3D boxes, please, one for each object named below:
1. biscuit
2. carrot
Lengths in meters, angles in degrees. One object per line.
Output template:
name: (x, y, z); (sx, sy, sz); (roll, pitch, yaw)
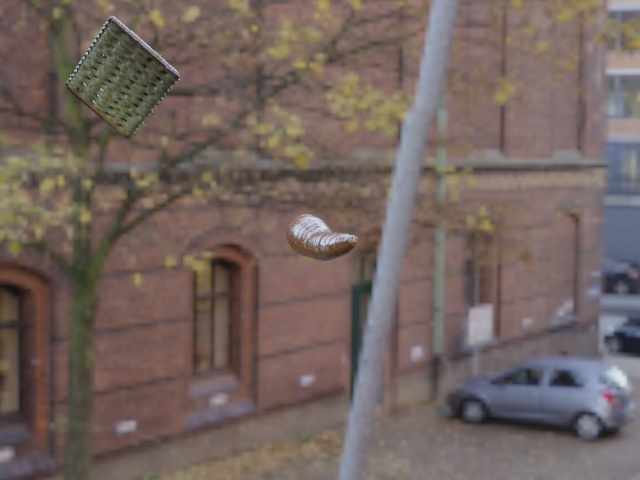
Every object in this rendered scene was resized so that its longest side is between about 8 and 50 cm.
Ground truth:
biscuit: (-0.298, -0.239, 2.155); (0.016, 0.139, 0.231); (-53, 8, -33)
carrot: (0.000, 0.000, 1.170); (0.035, 0.035, 0.142); (-1, 7, -18)
